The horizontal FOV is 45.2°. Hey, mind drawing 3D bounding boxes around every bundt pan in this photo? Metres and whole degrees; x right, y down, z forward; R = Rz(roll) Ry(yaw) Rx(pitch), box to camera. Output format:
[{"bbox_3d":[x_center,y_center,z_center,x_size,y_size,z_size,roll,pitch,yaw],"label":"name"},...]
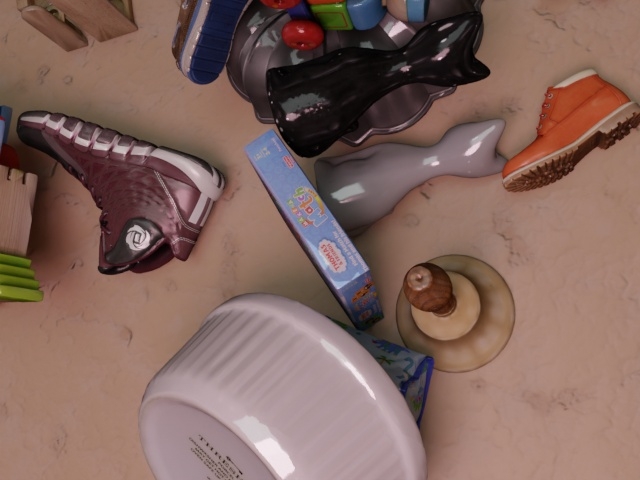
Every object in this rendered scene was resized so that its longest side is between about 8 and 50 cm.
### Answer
[{"bbox_3d":[0.015,-0.280,0.862,0.330,0.124,0.331,-4,78,17],"label":"bundt pan"}]

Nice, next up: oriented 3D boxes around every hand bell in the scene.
[{"bbox_3d":[0.110,0.055,0.703,0.126,0.242,0.126,-3,79,15],"label":"hand bell"}]

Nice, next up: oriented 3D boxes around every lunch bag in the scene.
[{"bbox_3d":[0.034,0.171,0.778,0.128,0.096,0.151,19,114,25],"label":"lunch bag"}]

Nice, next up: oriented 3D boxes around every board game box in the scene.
[{"bbox_3d":[0.000,0.000,0.761,0.039,0.211,0.160,-33,71,-3],"label":"board game box"}]

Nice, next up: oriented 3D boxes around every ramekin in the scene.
[{"bbox_3d":[-0.049,0.193,0.705,0.273,0.273,0.127,36,47,20],"label":"ramekin"}]

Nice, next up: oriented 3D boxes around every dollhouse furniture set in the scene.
[{"bbox_3d":[-0.335,-0.340,0.976,0.144,0.123,0.151,-14,75,13],"label":"dollhouse furniture set"}]

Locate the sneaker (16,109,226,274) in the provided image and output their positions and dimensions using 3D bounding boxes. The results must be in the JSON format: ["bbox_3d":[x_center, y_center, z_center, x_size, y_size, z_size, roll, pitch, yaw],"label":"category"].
[{"bbox_3d":[-0.262,-0.049,0.909,0.281,0.106,0.163,18,88,18],"label":"sneaker"}]

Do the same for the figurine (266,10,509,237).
[{"bbox_3d":[0.081,-0.113,0.779,0.209,0.215,0.092,-18,47,11],"label":"figurine"}]

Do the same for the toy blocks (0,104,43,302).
[{"bbox_3d":[-0.452,-0.060,0.909,0.381,0.190,0.261,-4,76,41],"label":"toy blocks"}]

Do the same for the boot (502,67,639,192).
[{"bbox_3d":[0.244,-0.114,0.799,0.158,0.059,0.085,-33,69,-1],"label":"boot"}]

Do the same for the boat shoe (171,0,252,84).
[{"bbox_3d":[-0.114,-0.259,0.798,0.066,0.066,0.183,41,112,32],"label":"boat shoe"}]

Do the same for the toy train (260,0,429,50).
[{"bbox_3d":[0.017,-0.257,0.663,0.143,0.248,0.105,3,80,12],"label":"toy train"}]
